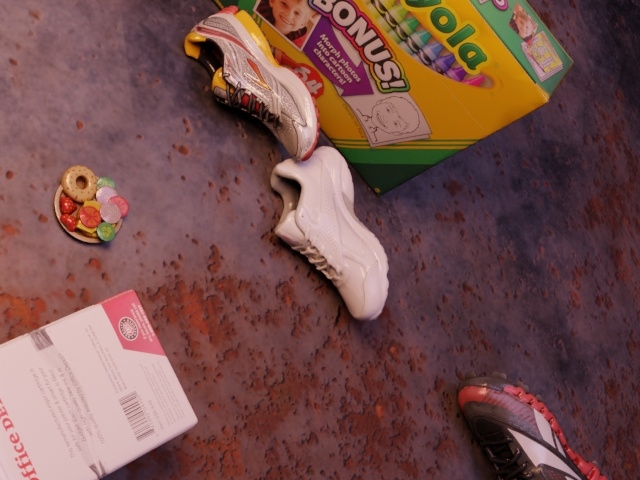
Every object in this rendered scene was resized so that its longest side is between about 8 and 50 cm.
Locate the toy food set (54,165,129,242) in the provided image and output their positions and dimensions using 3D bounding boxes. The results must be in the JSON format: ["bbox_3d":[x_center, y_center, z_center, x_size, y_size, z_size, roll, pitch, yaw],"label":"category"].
[{"bbox_3d":[-0.252,-0.037,1.221,0.083,0.020,0.083,26,58,-27],"label":"toy food set"}]

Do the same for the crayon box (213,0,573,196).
[{"bbox_3d":[0.076,-0.267,1.372,0.363,0.313,0.106,49,50,-11],"label":"crayon box"}]

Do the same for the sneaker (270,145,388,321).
[{"bbox_3d":[0.000,0.000,1.366,0.115,0.090,0.232,-14,71,-33],"label":"sneaker"}]

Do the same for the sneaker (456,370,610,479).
[{"bbox_3d":[0.267,0.290,1.429,0.276,0.098,0.135,48,48,-13],"label":"sneaker"}]

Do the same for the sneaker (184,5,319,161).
[{"bbox_3d":[-0.085,-0.182,1.364,0.093,0.088,0.225,-30,73,-31],"label":"sneaker"}]

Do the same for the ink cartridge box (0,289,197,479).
[{"bbox_3d":[-0.255,0.165,1.090,0.218,0.092,0.158,-24,87,-42],"label":"ink cartridge box"}]
